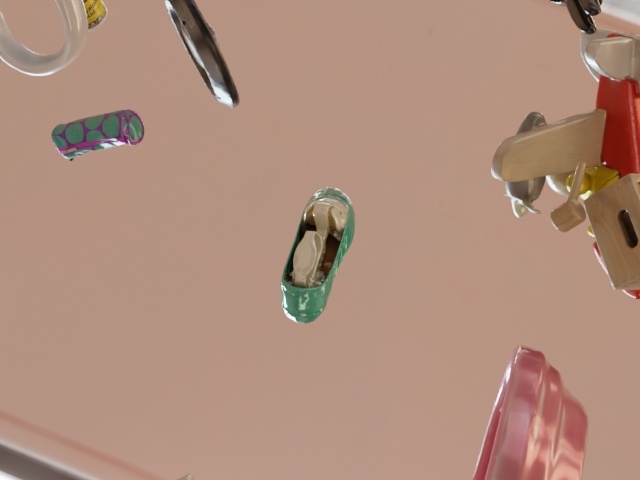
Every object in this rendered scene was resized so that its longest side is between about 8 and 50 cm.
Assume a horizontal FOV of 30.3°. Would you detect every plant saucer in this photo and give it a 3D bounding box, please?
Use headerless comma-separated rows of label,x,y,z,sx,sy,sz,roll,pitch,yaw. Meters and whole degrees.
plant saucer,0.176,0.265,1.099,0.332,0.084,0.332,15,-90,-82

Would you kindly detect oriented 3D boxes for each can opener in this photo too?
can opener,0.335,-0.318,1.528,0.186,0.073,0.059,-82,-11,-64

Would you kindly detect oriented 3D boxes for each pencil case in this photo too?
pencil case,-0.374,-0.178,1.987,0.064,0.151,0.070,58,-147,-39

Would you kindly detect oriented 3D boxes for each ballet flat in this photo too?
ballet flat,0.000,0.000,1.678,0.087,0.083,0.247,90,-168,-52

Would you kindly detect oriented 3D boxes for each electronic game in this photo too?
electronic game,-0.185,-0.312,1.848,0.048,0.229,0.229,-28,-10,-5

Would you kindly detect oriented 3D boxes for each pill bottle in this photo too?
pill bottle,-0.406,-0.407,1.964,0.065,0.065,0.116,-67,-27,-23

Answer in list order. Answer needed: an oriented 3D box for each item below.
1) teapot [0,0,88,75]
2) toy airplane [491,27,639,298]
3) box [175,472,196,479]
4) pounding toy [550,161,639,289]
teapot,-0.312,-0.264,0.904,0.187,0.252,0.256,123,142,-50
toy airplane,0.455,-0.148,1.876,0.272,0.386,0.384,-9,48,57
box,-0.225,0.469,1.790,0.121,0.148,0.311,-29,0,-1
pounding toy,0.393,-0.037,1.505,0.094,0.206,0.181,-35,63,44
